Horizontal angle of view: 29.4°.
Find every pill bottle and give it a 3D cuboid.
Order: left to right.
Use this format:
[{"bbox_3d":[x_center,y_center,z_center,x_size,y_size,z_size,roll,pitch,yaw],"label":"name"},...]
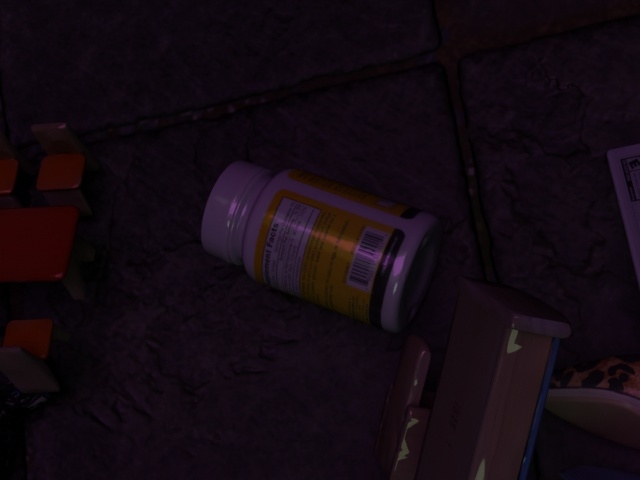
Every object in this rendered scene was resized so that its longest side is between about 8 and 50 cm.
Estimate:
[{"bbox_3d":[0.000,0.000,1.162,0.209,0.119,0.119,20,83,18],"label":"pill bottle"}]

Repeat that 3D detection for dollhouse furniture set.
[{"bbox_3d":[-0.363,0.008,1.210,0.259,0.135,0.262,-3,60,14],"label":"dollhouse furniture set"},{"bbox_3d":[0.237,0.155,1.005,0.304,0.286,0.198,12,98,-12],"label":"dollhouse furniture set"}]

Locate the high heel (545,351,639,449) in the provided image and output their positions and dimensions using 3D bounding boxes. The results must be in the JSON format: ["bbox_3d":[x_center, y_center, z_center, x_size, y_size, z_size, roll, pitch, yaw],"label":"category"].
[{"bbox_3d":[0.326,0.095,1.097,0.261,0.093,0.186,3,51,31],"label":"high heel"}]

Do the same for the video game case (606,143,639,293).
[{"bbox_3d":[0.365,-0.019,1.087,0.184,0.023,0.201,-12,53,12],"label":"video game case"}]

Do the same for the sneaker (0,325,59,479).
[{"bbox_3d":[-0.320,0.189,1.222,0.121,0.079,0.216,-13,73,13],"label":"sneaker"}]
